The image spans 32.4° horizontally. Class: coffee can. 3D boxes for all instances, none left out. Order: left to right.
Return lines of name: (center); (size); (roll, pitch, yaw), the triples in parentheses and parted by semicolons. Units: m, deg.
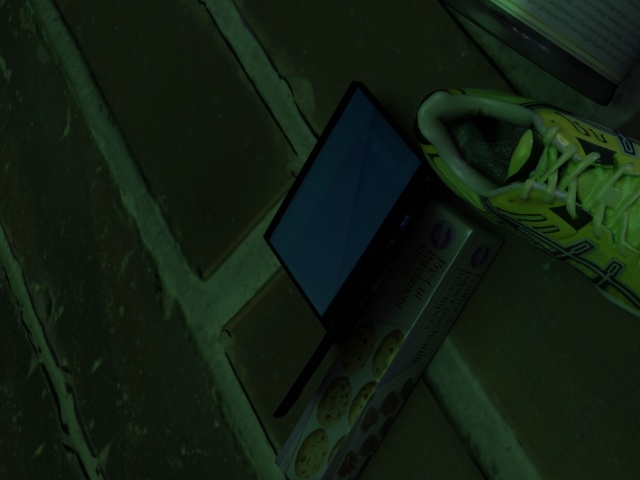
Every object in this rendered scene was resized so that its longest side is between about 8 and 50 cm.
coffee can: (0.244, -0.284, 0.948); (0.201, 0.201, 0.275); (46, 110, 36)

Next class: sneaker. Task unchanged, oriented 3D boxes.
sneaker: (0.233, -0.027, 0.937); (0.384, 0.147, 0.145); (25, 95, 38)

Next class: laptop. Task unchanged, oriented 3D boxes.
laptop: (0.000, 0.000, 1.101); (0.136, 0.264, 0.234); (33, 121, 3)

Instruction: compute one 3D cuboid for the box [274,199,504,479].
box: (0.065, 0.115, 1.101); (0.067, 0.063, 0.324); (41, 107, 37)
